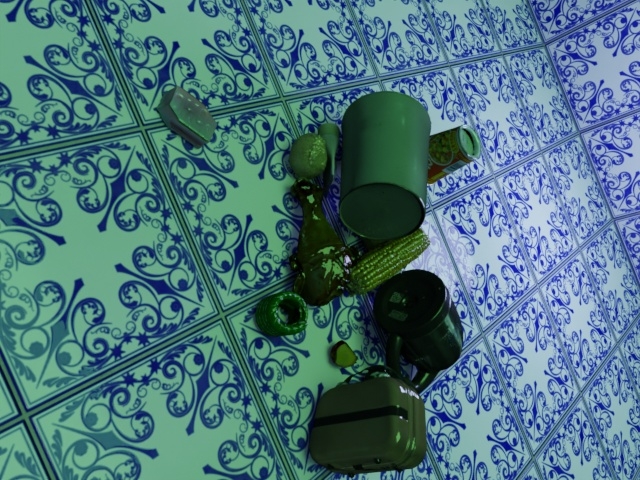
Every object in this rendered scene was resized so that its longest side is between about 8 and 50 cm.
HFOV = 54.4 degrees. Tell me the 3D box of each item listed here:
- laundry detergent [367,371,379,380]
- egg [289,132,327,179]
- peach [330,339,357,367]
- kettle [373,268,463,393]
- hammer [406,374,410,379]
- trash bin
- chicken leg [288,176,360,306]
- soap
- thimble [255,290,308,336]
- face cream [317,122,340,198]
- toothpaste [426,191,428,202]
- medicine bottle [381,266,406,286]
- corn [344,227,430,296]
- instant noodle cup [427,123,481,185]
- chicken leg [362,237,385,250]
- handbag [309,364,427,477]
[{"bbox_3d":[0.145,0.488,1.756,0.099,0.070,0.225,53,45,-44],"label":"laundry detergent"},{"bbox_3d":[-0.033,-0.243,1.806,0.118,0.116,0.140,-16,125,-66],"label":"egg"},{"bbox_3d":[0.065,0.317,1.752,0.083,0.050,0.077,4,97,-32],"label":"peach"},{"bbox_3d":[0.304,0.303,1.870,0.320,0.228,0.324,-59,135,-26],"label":"kettle"},{"bbox_3d":[0.230,0.481,1.875,0.060,0.028,0.195,42,48,-16],"label":"hammer"},{"bbox_3d":[0.190,-0.239,1.852,0.280,0.280,0.431,35,44,-30],"label":"trash bin"},{"bbox_3d":[0.014,0.007,1.749,0.212,0.140,0.360,13,71,-31],"label":"chicken leg"},{"bbox_3d":[-0.341,-0.318,1.588,0.149,0.056,0.100,36,52,-29],"label":"soap"},{"bbox_3d":[-0.098,0.193,1.616,0.130,0.090,0.118,35,54,-30],"label":"thimble"},{"bbox_3d":[0.023,-0.246,1.870,0.070,0.114,0.224,7,60,-9],"label":"face cream"},{"bbox_3d":[0.310,-0.168,2.156,0.164,0.034,0.046,18,64,-38],"label":"toothpaste"},{"bbox_3d":[0.235,0.061,1.977,0.083,0.083,0.203,27,61,-34],"label":"medicine bottle"},{"bbox_3d":[0.193,0.061,1.868,0.318,0.115,0.115,-31,98,-23],"label":"corn"},{"bbox_3d":[0.442,-0.315,2.204,0.193,0.212,0.193,16,65,-38],"label":"instant noodle cup"},{"bbox_3d":[0.169,-0.070,1.966,0.103,0.088,0.227,7,65,-31],"label":"chicken leg"},{"bbox_3d":[0.123,0.448,1.597,0.149,0.302,0.283,36,49,-31],"label":"handbag"}]
